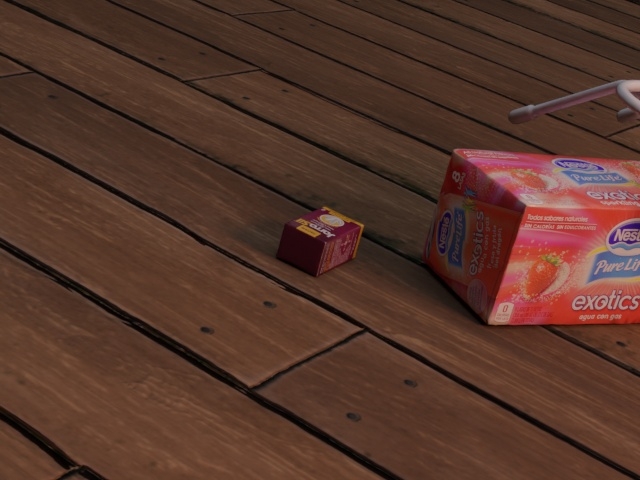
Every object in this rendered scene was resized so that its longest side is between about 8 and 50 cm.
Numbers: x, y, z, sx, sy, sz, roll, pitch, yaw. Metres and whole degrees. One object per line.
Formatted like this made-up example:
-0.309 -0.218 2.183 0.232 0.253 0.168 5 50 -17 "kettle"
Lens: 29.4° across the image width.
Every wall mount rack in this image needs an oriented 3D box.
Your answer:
0.401 -0.124 1.364 0.350 0.130 0.304 -4 34 -39 "wall mount rack"

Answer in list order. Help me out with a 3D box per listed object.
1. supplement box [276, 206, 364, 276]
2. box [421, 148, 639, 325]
0.000 0.000 1.303 0.055 0.043 0.083 26 27 22 "supplement box"
0.285 -0.004 1.352 0.300 0.142 0.154 2 26 -28 "box"
